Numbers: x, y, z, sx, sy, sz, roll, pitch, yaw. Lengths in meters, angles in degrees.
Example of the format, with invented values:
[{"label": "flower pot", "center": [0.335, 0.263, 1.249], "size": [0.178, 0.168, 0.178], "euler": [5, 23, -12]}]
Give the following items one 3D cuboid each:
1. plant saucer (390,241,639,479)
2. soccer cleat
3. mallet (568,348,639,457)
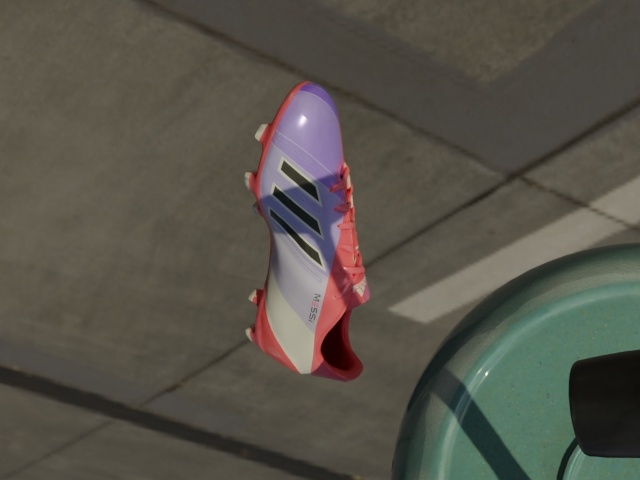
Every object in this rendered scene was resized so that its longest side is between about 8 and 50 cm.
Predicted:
[{"label": "plant saucer", "center": [0.192, 0.151, 0.611], "size": [0.318, 0.317, 0.044], "euler": [2, 168, 17]}, {"label": "soccer cleat", "center": [0.000, 0.000, 0.768], "size": [0.095, 0.083, 0.248], "euler": [23, 130, 20]}, {"label": "mallet", "center": [0.139, 0.117, 0.418], "size": [0.062, 0.039, 0.189], "euler": [-2, 126, 21]}]
